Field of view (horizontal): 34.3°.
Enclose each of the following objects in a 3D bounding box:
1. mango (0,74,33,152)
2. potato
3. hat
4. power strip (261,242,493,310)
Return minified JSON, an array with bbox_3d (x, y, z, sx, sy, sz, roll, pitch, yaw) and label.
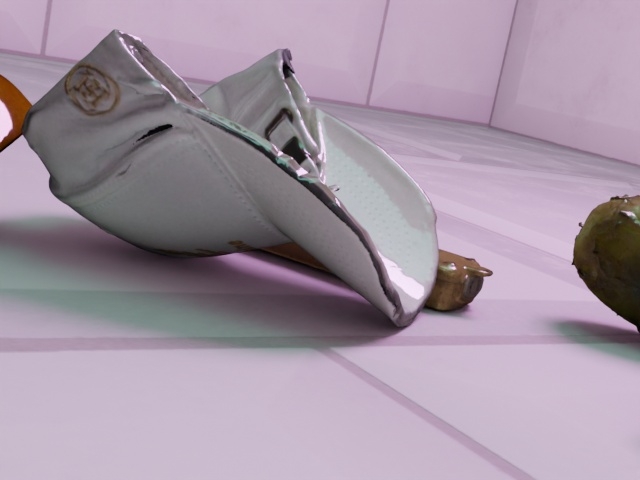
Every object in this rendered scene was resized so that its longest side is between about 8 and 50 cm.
[{"bbox_3d":[-0.323,-0.083,0.701,0.166,0.136,0.236,51,29,-13],"label":"mango"},{"bbox_3d":[0.306,0.035,0.808,0.225,0.117,0.090,23,49,14],"label":"potato"},{"bbox_3d":[-0.054,-0.028,0.769,0.301,0.168,0.258,41,21,14],"label":"hat"},{"bbox_3d":[0.000,0.000,0.869,0.305,0.044,0.064,19,14,28],"label":"power strip"}]
